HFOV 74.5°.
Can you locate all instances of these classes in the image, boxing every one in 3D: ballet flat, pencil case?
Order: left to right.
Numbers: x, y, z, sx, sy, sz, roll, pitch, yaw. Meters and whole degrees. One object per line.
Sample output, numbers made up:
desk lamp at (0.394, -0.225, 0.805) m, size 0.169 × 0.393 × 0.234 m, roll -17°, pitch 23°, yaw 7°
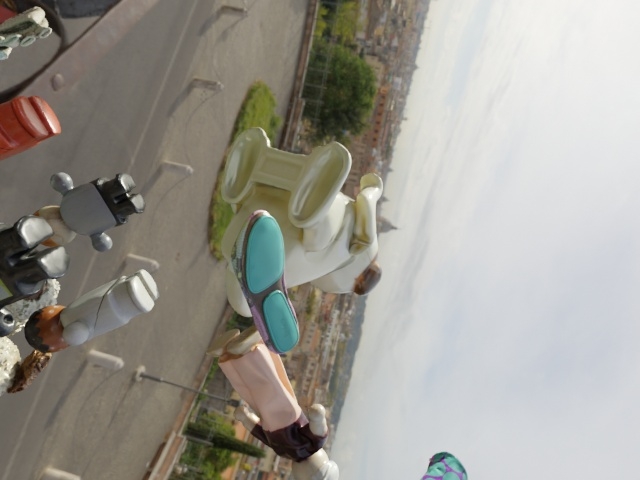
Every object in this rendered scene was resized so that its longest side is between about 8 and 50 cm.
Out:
ballet flat at (-0.085, 0.059, 0.584) m, size 0.076 × 0.079 × 0.222 m, roll -32°, pitch 124°, yaw -35°
pencil case at (0.180, 0.422, 0.702) m, size 0.151 × 0.070 × 0.065 m, roll -19°, pitch 123°, yaw -41°

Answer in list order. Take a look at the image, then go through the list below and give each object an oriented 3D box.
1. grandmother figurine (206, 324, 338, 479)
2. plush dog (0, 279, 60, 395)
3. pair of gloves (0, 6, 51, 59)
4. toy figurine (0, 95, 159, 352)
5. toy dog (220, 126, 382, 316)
grandmother figurine at (-0.065, 0.314, 0.747) m, size 0.104 × 0.207 × 0.343 m, roll -35°, pitch 104°, yaw -41°
plush dog at (-0.568, 0.156, 0.662) m, size 0.262 × 0.210 × 0.226 m, roll -5°, pitch 89°, yaw -40°
pair of gloves at (-0.563, -0.315, 0.697) m, size 0.240 × 0.204 × 0.042 m, roll -35°, pitch 131°, yaw -13°
toy figurine at (-0.276, 0.000, 0.402) m, size 0.209 × 0.148 × 0.213 m, roll 61°, pitch 7°, yaw -66°
toy dog at (0.000, 0.000, 0.933) m, size 0.408 × 0.284 × 0.396 m, roll 28°, pitch 74°, yaw -56°
